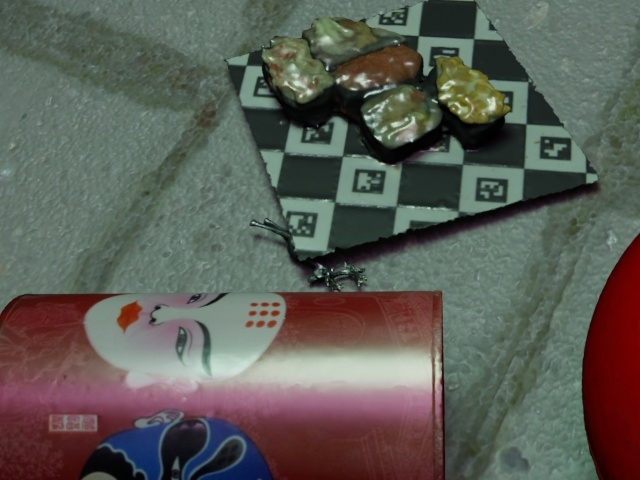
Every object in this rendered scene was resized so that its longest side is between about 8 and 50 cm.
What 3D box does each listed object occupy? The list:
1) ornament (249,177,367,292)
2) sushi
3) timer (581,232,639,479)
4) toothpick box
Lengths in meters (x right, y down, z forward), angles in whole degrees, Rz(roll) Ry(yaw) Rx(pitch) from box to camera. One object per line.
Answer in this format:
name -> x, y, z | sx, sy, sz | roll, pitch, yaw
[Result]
ornament -> 0.000, 0.000, 1.107 | 0.073, 0.028, 0.125 | -41, 60, -18
sushi -> 0.075, -0.138, 1.150 | 0.294, 0.059, 0.292 | -17, 54, -9
timer -> 0.374, 0.102, 0.831 | 0.378, 0.279, 0.377 | -14, 47, 15
toothpick box -> -0.070, 0.139, 0.923 | 0.334, 0.204, 0.204 | -2, 58, 6
